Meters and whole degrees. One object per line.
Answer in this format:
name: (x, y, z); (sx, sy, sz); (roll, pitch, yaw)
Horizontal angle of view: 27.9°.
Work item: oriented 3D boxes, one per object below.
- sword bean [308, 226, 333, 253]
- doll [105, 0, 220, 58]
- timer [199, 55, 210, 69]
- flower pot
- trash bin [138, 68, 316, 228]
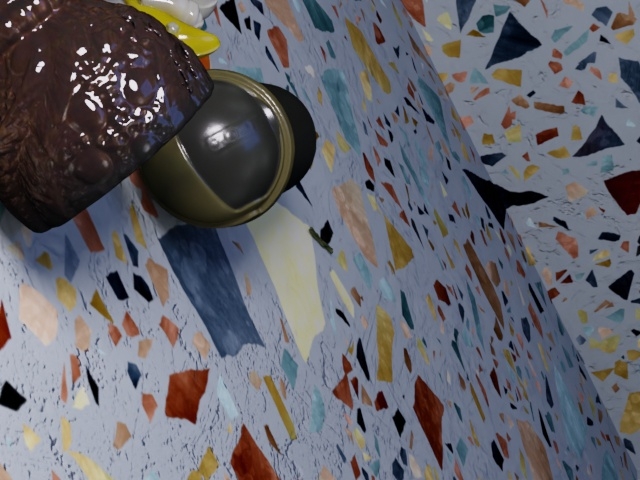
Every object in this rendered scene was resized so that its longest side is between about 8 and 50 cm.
sword bean: (0.000, 0.000, 2.238); (0.083, 0.012, 0.012); (46, 30, -47)
doll: (-0.216, -0.342, 1.759); (0.111, 0.252, 0.237); (99, 0, -47)
timer: (-0.211, -0.261, 1.860); (0.136, 0.099, 0.136); (-13, 90, -77)
flower pot: (-0.294, -0.185, 1.377); (0.267, 0.267, 0.266); (49, 26, -15)
trash bin: (-0.125, -0.128, 1.777); (0.214, 0.214, 0.334); (69, 17, 0)
